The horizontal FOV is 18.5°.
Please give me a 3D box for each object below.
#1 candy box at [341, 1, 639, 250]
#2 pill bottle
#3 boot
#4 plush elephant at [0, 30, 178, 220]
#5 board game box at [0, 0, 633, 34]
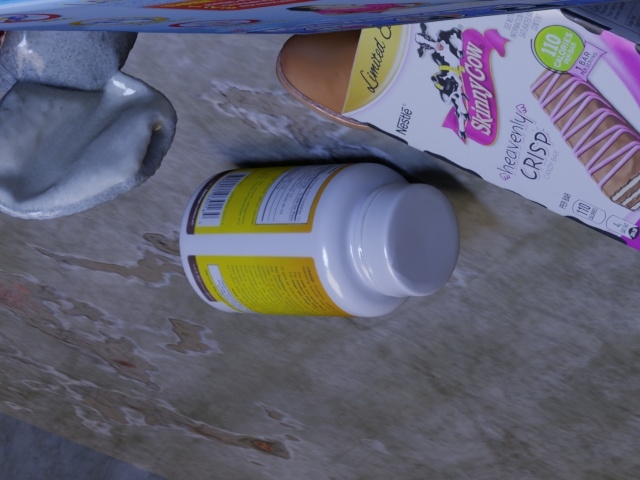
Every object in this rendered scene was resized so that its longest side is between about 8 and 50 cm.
[{"bbox_3d":[0.138,-0.089,1.063,0.233,0.071,0.159,25,146,8],"label":"candy box"},{"bbox_3d":[0.000,0.000,1.515,0.215,0.117,0.117,0,152,45],"label":"pill bottle"},{"bbox_3d":[0.055,-0.131,1.203,0.197,0.073,0.152,11,154,17],"label":"boot"},{"bbox_3d":[-0.199,-0.158,1.123,0.255,0.272,0.330,-8,141,-28],"label":"plush elephant"},{"bbox_3d":[0.020,-0.140,0.816,0.308,0.086,0.302,-1,-177,38],"label":"board game box"}]
